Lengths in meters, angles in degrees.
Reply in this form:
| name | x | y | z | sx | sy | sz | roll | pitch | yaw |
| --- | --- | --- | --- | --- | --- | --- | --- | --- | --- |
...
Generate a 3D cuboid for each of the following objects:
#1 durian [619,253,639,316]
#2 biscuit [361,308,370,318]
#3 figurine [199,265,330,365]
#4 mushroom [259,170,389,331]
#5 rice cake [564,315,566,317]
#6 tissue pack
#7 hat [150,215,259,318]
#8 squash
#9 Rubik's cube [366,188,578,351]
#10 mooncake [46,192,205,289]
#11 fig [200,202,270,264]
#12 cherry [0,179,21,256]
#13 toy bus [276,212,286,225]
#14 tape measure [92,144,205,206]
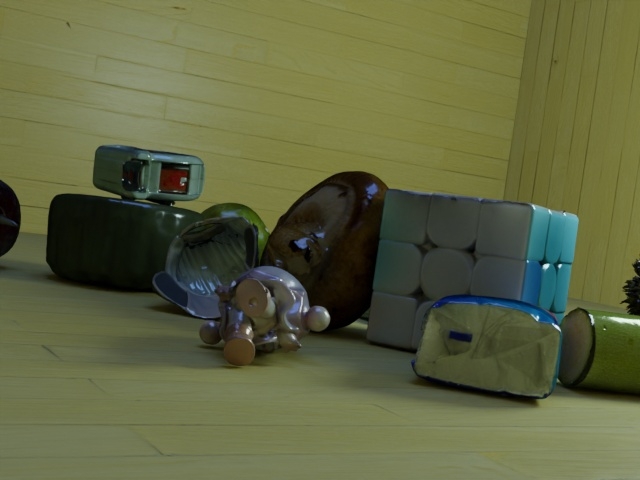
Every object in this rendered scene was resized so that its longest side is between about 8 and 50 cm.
| name | x | y | z | sx | sy | sz | roll | pitch | yaw |
| --- | --- | --- | --- | --- | --- | --- | --- | --- | --- |
| durian | 0.779 | 0.117 | 1.769 | 0.384 | 0.348 | 0.347 | 11 | 1 | -8 |
| biscuit | 0.181 | 0.163 | 2.095 | 0.150 | 0.052 | 0.252 | 2 | 3 | -31 |
| figurine | -0.089 | 0.106 | 1.394 | 0.200 | 0.133 | 0.276 | -9 | -1 | 5 |
| mushroom | 0.000 | 0.000 | 1.822 | 0.259 | 0.346 | 0.345 | 37 | -15 | -32 |
| rice cake | 0.486 | 0.191 | 2.343 | 0.399 | 0.064 | 0.070 | 9 | 9 | 39 |
| tissue pack | 0.258 | 0.150 | 1.446 | 0.209 | 0.137 | 0.269 | 7 | 2 | 13 |
| hat | -0.199 | 0.068 | 1.843 | 0.232 | 0.161 | 0.275 | -32 | 28 | -1 |
| squash | 0.517 | 0.189 | 1.536 | 0.247 | 0.133 | 0.132 | 9 | 1 | -13 |
| Rubik's cube | 0.286 | 0.068 | 1.756 | 0.291 | 0.291 | 0.291 | 9 | 1 | 29 |
| mooncake | -0.438 | 0.007 | 2.120 | 0.356 | 0.194 | 0.356 | 8 | -2 | 0 |
| fig | -0.301 | 0.030 | 2.729 | 0.314 | 0.233 | 0.233 | -36 | -6 | 9 |
| cherry | -0.792 | -0.051 | 2.075 | 0.296 | 0.218 | 0.255 | -3 | -2 | 14 |
| toy bus | 0.098 | 0.046 | 2.438 | 0.426 | 0.203 | 0.233 | 10 | -9 | -18 |
| tape measure | -0.386 | -0.143 | 2.126 | 0.246 | 0.125 | 0.243 | 5 | 7 | -37 |
